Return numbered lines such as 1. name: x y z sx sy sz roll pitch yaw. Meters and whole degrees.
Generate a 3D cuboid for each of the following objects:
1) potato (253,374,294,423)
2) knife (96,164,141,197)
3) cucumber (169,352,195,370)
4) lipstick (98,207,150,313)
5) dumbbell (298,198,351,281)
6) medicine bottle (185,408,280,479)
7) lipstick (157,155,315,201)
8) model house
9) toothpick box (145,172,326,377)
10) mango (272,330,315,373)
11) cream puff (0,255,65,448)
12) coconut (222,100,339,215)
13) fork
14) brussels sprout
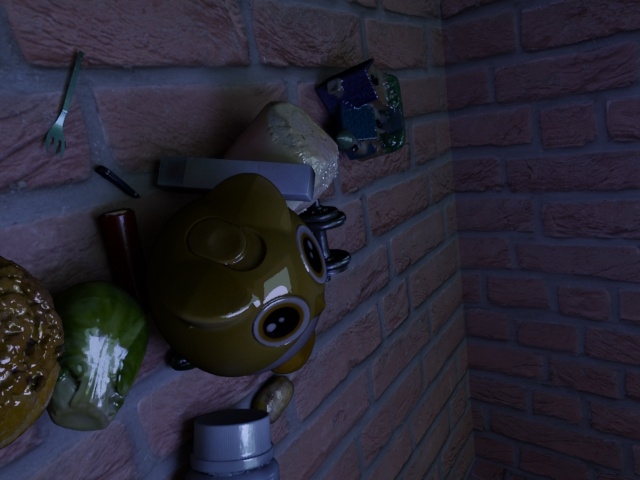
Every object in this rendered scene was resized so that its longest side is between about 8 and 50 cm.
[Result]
1. potato: -0.147 0.500 1.445 0.170 0.079 0.107 -47 135 -38
2. knife: -0.457 -0.129 1.044 0.121 0.031 0.018 51 52 -48
3. cucumber: -0.307 0.292 1.236 0.227 0.069 0.069 -18 106 -56
4. lipstick: -0.435 0.050 1.038 0.080 0.080 0.242 -26 112 -50
5. dumbbell: 0.000 0.000 1.529 0.192 0.191 0.290 -28 116 -49
6. medicine bottle: -0.228 0.619 1.203 0.245 0.244 0.307 8 77 -53
7. lipstick: -0.201 -0.148 1.103 0.076 0.370 0.080 47 49 -77
8. model house: 0.139 -0.468 1.651 0.280 0.245 0.313 9 75 -57
9. toothpick box: -0.180 0.096 1.046 0.425 0.408 0.409 91 20 -63
10. mango: -0.099 0.330 1.455 0.254 0.139 0.176 10 87 -59
11. cream puff: -0.565 0.160 0.671 0.326 0.231 0.343 -28 83 -30
12. coconut: -0.121 -0.195 1.280 0.297 0.309 0.298 33 33 -24
13. fork: -0.525 -0.284 0.951 0.039 0.021 0.235 25 70 -55
14. brussels sprout: -0.452 0.223 0.897 0.210 0.219 0.272 35 39 -47
